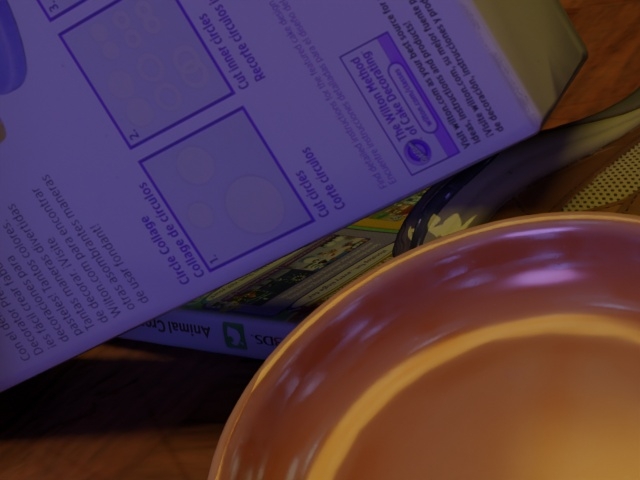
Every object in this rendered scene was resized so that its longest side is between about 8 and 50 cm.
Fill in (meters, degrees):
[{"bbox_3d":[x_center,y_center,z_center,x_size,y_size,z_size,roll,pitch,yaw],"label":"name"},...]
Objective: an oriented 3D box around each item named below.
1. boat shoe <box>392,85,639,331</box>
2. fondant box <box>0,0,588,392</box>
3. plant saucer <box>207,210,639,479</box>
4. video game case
[{"bbox_3d":[0.175,-0.015,0.771,0.324,0.122,0.120,-34,35,-28],"label":"boat shoe"},{"bbox_3d":[-0.099,-0.090,0.775,0.330,0.238,0.096,-26,12,27],"label":"fondant box"},{"bbox_3d":[0.063,0.073,0.603,0.200,0.037,0.200,-13,41,12],"label":"plant saucer"},{"bbox_3d":[0.000,0.000,0.939,0.193,0.023,0.212,6,25,39],"label":"video game case"}]
